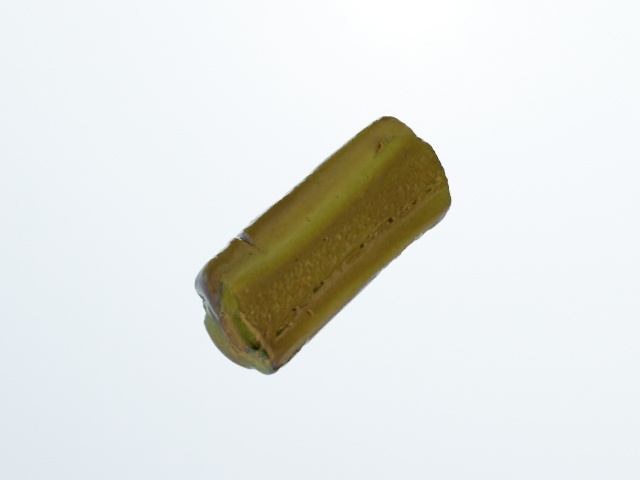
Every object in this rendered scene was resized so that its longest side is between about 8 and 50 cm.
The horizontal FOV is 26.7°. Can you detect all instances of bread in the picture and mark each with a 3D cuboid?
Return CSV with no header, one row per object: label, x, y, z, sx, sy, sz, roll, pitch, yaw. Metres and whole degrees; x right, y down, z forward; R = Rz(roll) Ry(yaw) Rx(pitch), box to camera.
bread,0.000,0.000,1.694,0.383,0.112,0.166,-42,-66,-21
